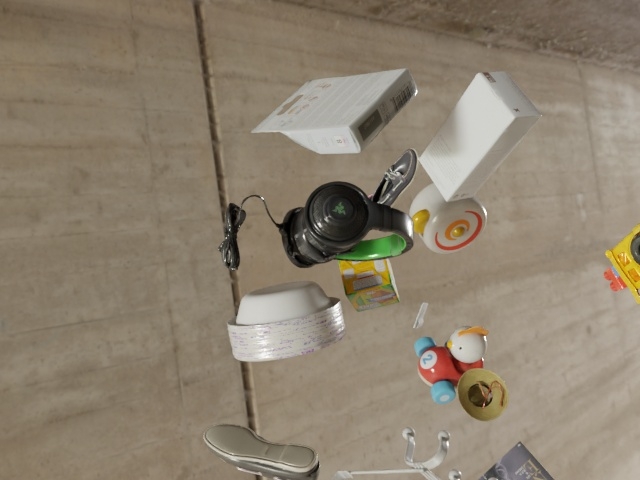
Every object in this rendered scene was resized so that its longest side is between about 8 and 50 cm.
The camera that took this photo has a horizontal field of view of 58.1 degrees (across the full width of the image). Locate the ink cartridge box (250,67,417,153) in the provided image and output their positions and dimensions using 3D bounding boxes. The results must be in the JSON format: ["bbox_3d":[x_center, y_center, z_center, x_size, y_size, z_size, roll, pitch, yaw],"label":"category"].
[{"bbox_3d":[0.022,-0.220,0.995,0.232,0.066,0.189,3,-137,45],"label":"ink cartridge box"}]

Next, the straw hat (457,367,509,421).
[{"bbox_3d":[0.411,0.406,1.504,0.144,0.144,0.061,-8,159,-17],"label":"straw hat"}]

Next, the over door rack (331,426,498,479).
[{"bbox_3d":[0.186,0.444,0.981,0.324,0.239,0.108,-44,-177,46],"label":"over door rack"}]

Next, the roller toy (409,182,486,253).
[{"bbox_3d":[0.362,-0.065,1.634,0.191,0.146,0.209,-38,133,13],"label":"roller toy"}]

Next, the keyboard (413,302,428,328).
[{"bbox_3d":[0.287,0.211,1.640,0.014,0.072,0.256,15,177,14],"label":"keyboard"}]

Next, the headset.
[{"bbox_3d":[0.000,0.000,1.143,0.394,0.185,0.243,12,159,-23],"label":"headset"}]

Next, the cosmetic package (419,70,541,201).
[{"bbox_3d":[0.291,-0.190,1.082,0.085,0.117,0.231,-12,152,-32],"label":"cosmetic package"}]

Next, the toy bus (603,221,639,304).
[{"bbox_3d":[0.771,0.079,1.333,0.149,0.220,0.211,-13,155,-28],"label":"toy bus"}]

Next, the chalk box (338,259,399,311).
[{"bbox_3d":[0.142,0.117,1.637,0.132,0.132,0.213,-16,153,10],"label":"chalk box"}]

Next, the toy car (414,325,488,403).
[{"bbox_3d":[0.421,0.338,1.766,0.210,0.238,0.219,2,-143,-12],"label":"toy car"}]

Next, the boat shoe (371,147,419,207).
[{"bbox_3d":[0.213,-0.175,1.656,0.065,0.075,0.206,0,134,-35],"label":"boat shoe"}]

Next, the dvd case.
[{"bbox_3d":[0.516,0.641,1.442,0.018,0.164,0.221,42,-175,-41],"label":"dvd case"}]

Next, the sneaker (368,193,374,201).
[{"bbox_3d":[0.156,-0.112,1.888,0.119,0.047,0.057,-25,-143,-10],"label":"sneaker"}]

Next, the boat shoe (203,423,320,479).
[{"bbox_3d":[-0.160,0.573,1.512,0.335,0.095,0.112,7,-153,23],"label":"boat shoe"}]

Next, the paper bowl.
[{"bbox_3d":[-0.087,0.188,1.417,0.284,0.148,0.284,-10,-177,1],"label":"paper bowl"}]
